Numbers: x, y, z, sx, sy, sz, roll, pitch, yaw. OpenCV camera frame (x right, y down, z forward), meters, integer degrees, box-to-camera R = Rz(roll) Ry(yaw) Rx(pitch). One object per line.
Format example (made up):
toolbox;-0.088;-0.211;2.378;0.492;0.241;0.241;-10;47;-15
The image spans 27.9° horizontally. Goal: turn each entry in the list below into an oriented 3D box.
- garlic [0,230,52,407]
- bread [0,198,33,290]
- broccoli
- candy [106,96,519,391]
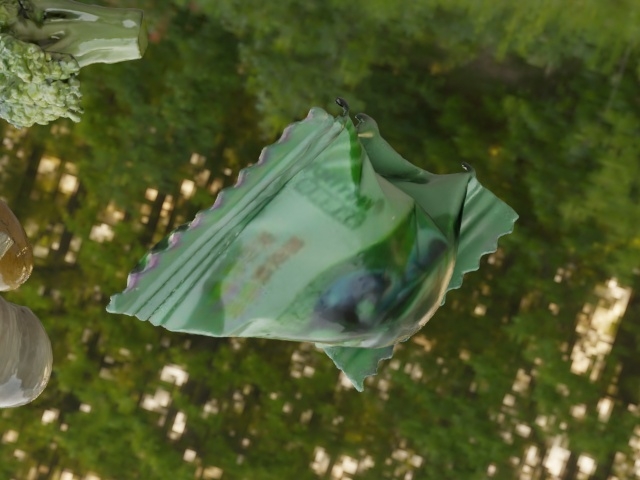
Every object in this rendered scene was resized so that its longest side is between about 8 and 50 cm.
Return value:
garlic;-0.413;0.085;1.505;0.219;0.212;0.218;10;164;3
bread;-0.487;-0.007;1.897;0.077;0.114;0.189;-7;125;38
broccoli;-0.351;-0.274;1.695;0.243;0.246;0.263;-3;179;0
candy;0.004;0.004;1.208;0.172;0.263;0.398;41;-168;26
